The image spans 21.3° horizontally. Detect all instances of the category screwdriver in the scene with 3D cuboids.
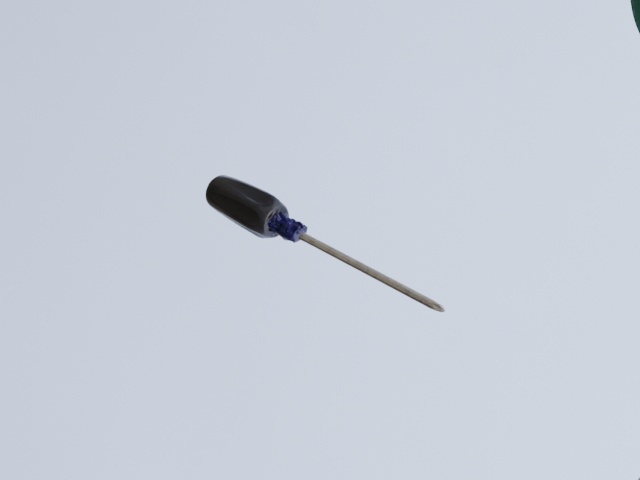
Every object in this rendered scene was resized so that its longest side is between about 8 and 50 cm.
[{"bbox_3d":[0.000,0.000,0.859,0.170,0.024,0.025,24,-41,43],"label":"screwdriver"}]

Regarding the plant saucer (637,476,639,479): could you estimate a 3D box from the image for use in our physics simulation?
[{"bbox_3d":[0.265,0.184,0.959,0.037,0.200,0.200,-93,-162,-72],"label":"plant saucer"}]

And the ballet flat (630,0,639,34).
[{"bbox_3d":[0.411,-0.224,1.944,0.074,0.074,0.203,-55,-142,44],"label":"ballet flat"}]
